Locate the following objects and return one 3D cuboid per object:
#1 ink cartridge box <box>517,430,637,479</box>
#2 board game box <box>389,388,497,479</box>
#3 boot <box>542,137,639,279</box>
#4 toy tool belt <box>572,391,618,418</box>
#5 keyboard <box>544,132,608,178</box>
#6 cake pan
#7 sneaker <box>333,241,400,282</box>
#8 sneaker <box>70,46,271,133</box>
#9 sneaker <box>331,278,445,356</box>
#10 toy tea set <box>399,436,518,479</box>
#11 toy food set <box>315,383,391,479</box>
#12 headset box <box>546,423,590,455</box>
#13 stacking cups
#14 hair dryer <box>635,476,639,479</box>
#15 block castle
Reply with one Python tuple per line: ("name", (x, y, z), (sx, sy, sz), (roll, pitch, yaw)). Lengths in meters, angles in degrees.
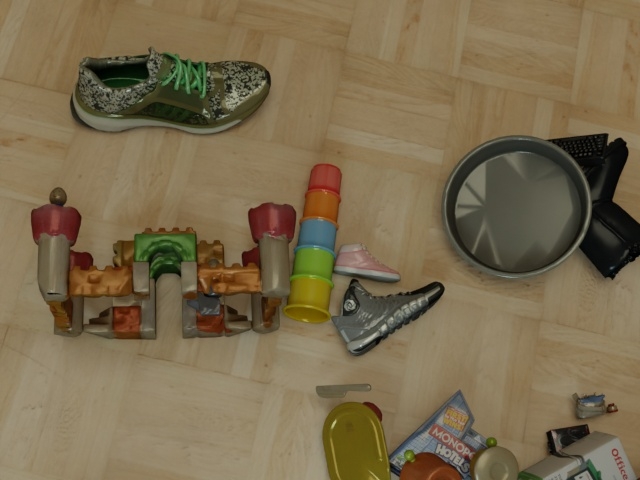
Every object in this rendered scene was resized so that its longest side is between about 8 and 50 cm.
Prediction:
("ink cartridge box", (0.464, 0.466, 1.877), (0.219, 0.092, 0.160), (-26, 92, -14))
("board game box", (0.247, 0.387, 1.923), (0.194, 0.060, 0.194), (33, 70, 7))
("boot", (0.598, -0.063, 2.107), (0.246, 0.094, 0.207), (-43, 75, -11))
("toy tool belt", (0.525, 0.310, 1.984), (0.083, 0.052, 0.051), (-10, 79, -10))
("keyboard", (0.494, -0.172, 2.122), (0.180, 0.023, 0.108), (-5, 54, 32))
("cake pan", (0.390, -0.064, 2.069), (0.293, 0.054, 0.293), (-3, 76, 12))
("sneaker", (0.096, 0.040, 2.044), (0.134, 0.051, 0.070), (10, 74, 3))
("sneaker", (-0.299, -0.313, 2.070), (0.410, 0.182, 0.158), (-7, 70, -8))
("sneaker", (0.120, 0.111, 2.004), (0.228, 0.086, 0.132), (-32, 73, -15))
("toy tea set", (0.238, 0.513, 1.820), (0.200, 0.124, 0.336), (1, 88, -19))
("toy food set", (0.075, 0.364, 1.900), (0.128, 0.071, 0.218), (-16, 78, 29))
("headset box", (0.469, 0.385, 1.960), (0.083, 0.032, 0.062), (-6, 70, -9))
("stacking cups", (0.000, 0.000, 2.031), (0.096, 0.096, 0.316), (11, 67, -1))
("hair dryer", (0.623, 0.502, 1.831), (0.293, 0.080, 0.223), (42, 64, -28))
("block castle", (-0.276, 0.036, 1.876), (0.453, 0.303, 0.213), (-1, 69, -7))
